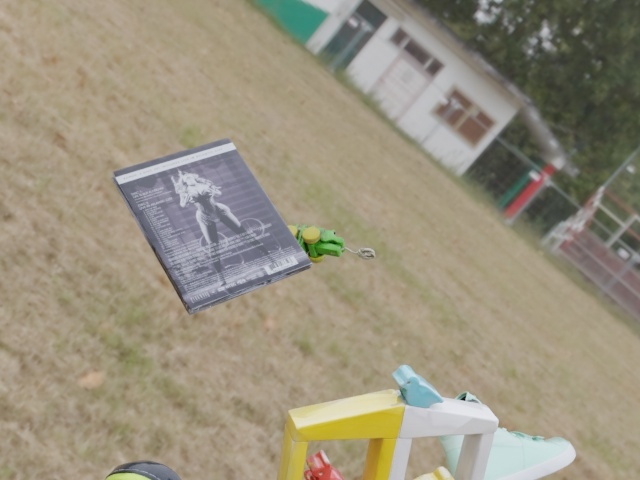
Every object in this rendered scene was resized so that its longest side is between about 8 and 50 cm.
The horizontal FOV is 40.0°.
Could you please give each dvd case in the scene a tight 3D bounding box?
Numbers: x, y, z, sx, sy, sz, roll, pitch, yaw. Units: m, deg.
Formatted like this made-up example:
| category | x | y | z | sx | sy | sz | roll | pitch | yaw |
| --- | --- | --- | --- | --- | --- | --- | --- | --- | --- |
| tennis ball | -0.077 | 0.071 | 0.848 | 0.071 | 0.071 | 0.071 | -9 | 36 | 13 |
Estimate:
| category | x | y | z | sx | sy | sz | roll | pitch | yaw |
| --- | --- | --- | --- | --- | --- | --- | --- | --- | --- |
| dvd case | -0.135 | -0.025 | 1.080 | 0.165 | 0.018 | 0.221 | -21 | 61 | -26 |

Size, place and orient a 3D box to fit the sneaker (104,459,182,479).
| category | x | y | z | sx | sy | sz | roll | pitch | yaw |
| --- | --- | --- | --- | --- | --- | --- | --- | --- | --- |
| sneaker | -0.122 | 0.289 | 0.722 | 0.234 | 0.084 | 0.097 | 57 | 31 | -17 |

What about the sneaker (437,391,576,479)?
| category | x | y | z | sx | sy | sz | roll | pitch | yaw |
| --- | --- | --- | --- | --- | --- | --- | --- | --- | --- |
| sneaker | 0.270 | 0.280 | 1.279 | 0.256 | 0.094 | 0.151 | -2 | 63 | -45 |

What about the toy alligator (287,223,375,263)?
| category | x | y | z | sx | sy | sz | roll | pitch | yaw |
| --- | --- | --- | --- | --- | --- | --- | --- | --- | --- |
| toy alligator | 0.000 | 0.000 | 1.381 | 0.056 | 0.190 | 0.051 | 75 | 26 | -44 |

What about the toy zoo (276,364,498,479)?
| category | x | y | z | sx | sy | sz | roll | pitch | yaw |
| --- | --- | --- | --- | --- | --- | --- | --- | --- | --- |
| toy zoo | 0.050 | 0.244 | 0.797 | 0.192 | 0.293 | 0.030 | 2 | 21 | -18 |
